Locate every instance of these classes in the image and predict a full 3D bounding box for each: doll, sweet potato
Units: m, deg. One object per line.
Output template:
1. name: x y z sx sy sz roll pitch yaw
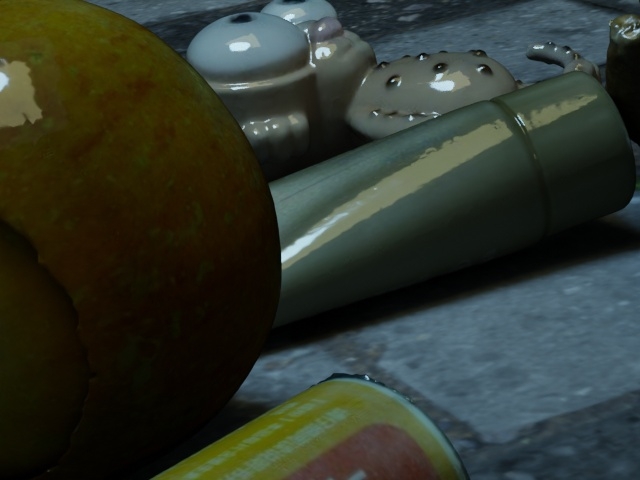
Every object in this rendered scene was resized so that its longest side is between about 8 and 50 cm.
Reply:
1. doll: 0.037 -0.089 1.143 0.278 0.119 0.154 2 24 15
2. sweet potato: 0.202 -0.077 1.062 0.078 0.058 0.255 35 6 13

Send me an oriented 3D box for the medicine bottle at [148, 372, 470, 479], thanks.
1. medicine bottle: -0.114 0.154 0.513 0.108 0.108 0.426 8 24 39

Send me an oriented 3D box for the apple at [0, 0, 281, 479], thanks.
1. apple: -0.142 0.011 0.792 0.237 0.237 0.207 6 37 36

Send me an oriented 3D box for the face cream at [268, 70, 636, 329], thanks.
1. face cream: 0.000 0.000 0.970 0.341 0.084 0.137 -20 30 -11
